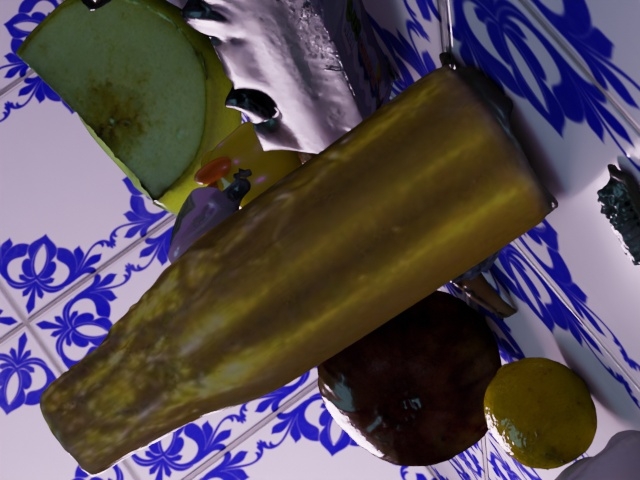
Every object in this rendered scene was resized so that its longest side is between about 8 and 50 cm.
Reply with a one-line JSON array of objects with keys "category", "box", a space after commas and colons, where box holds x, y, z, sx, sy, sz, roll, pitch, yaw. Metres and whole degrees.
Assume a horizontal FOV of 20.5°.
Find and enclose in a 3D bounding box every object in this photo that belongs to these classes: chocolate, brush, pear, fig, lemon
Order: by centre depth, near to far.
[{"category": "brush", "box": [0.246, 0.026, 1.276, 0.190, 0.027, 0.034, 56, 175, -27]}, {"category": "chocolate", "box": [-0.032, 0.028, 1.434, 0.162, 0.445, 0.162, 56, 177, 4]}, {"category": "lemon", "box": [0.223, 0.174, 1.803, 0.133, 0.109, 0.109, 58, 176, 35]}, {"category": "fig", "box": [0.113, 0.143, 2.129, 0.217, 0.217, 0.321, 55, -168, -7]}, {"category": "pear", "box": [-0.227, -0.201, 2.561, 0.342, 0.238, 0.318, 46, -177, 16]}]

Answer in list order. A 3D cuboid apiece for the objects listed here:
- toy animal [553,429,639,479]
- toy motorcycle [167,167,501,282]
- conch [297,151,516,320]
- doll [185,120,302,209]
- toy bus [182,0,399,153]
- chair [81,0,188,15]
[{"category": "toy animal", "box": [0.265, 0.334, 1.744, 0.196, 0.241, 0.367, 52, 173, 10]}, {"category": "toy motorcycle", "box": [0.000, 0.000, 1.602, 0.188, 0.327, 0.143, 60, 165, 17]}, {"category": "conch", "box": [0.092, -0.034, 1.826, 0.330, 0.093, 0.109, 35, 160, -15]}, {"category": "doll", "box": [-0.050, -0.078, 1.961, 0.135, 0.221, 0.143, 55, 171, 28]}, {"category": "toy bus", "box": [-0.026, -0.185, 1.550, 0.138, 0.112, 0.317, 9, 159, 17]}, {"category": "chair", "box": [-0.242, -0.366, 2.028, 0.188, 0.166, 0.272, 50, 172, 27]}]
